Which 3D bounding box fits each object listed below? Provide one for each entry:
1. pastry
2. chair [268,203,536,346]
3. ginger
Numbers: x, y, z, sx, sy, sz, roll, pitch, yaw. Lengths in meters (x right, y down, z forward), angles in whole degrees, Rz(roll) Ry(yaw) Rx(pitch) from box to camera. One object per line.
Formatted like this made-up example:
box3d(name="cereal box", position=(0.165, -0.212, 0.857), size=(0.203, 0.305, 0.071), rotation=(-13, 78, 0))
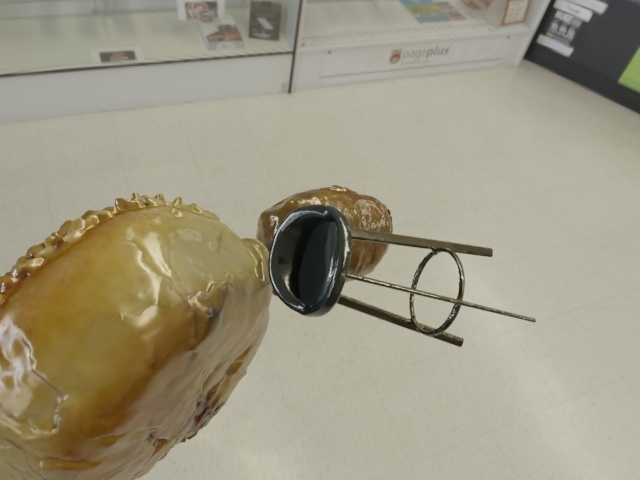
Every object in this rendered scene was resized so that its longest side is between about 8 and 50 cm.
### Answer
box3d(name="pastry", position=(-0.240, 0.121, 0.686), size=(0.245, 0.410, 0.409), rotation=(38, 53, 17))
box3d(name="chair", position=(0.069, 0.036, 0.476), size=(0.221, 0.095, 0.104), rotation=(14, 91, -17))
box3d(name="ginger", position=(0.000, -0.004, 1.093), size=(0.269, 0.201, 0.223), rotation=(-11, 9, 20))
